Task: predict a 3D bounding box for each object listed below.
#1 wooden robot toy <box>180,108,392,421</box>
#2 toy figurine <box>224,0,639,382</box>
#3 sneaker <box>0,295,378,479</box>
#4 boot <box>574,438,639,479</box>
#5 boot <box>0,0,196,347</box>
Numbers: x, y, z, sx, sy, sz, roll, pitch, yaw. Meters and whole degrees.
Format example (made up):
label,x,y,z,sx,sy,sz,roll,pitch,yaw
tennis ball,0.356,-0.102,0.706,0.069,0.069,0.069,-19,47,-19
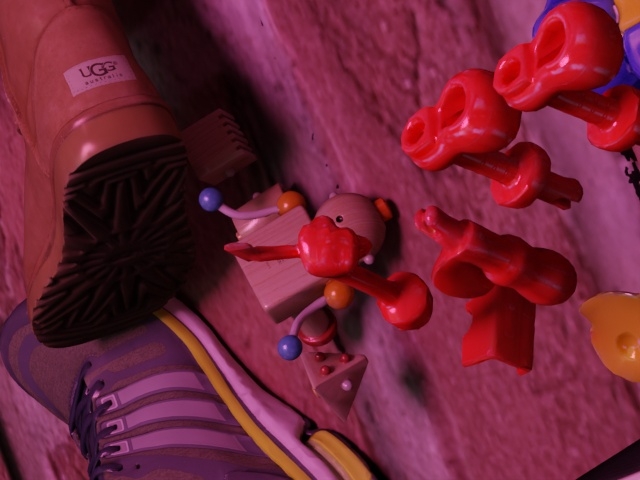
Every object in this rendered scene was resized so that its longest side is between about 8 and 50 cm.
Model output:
label,x,y,z,sx,sy,sz,roll,pitch,yaw
wooden robot toy,0.000,0.000,0.978,0.079,0.076,0.173,-33,63,8
toy figurine,0.140,-0.110,0.647,0.362,0.191,0.217,-29,50,50
sneaker,-0.093,0.116,1.086,0.300,0.121,0.111,31,130,38
boot,0.154,0.180,0.853,0.176,0.088,0.244,58,150,11
boot,-0.146,-0.107,1.053,0.236,0.089,0.269,113,138,-56
